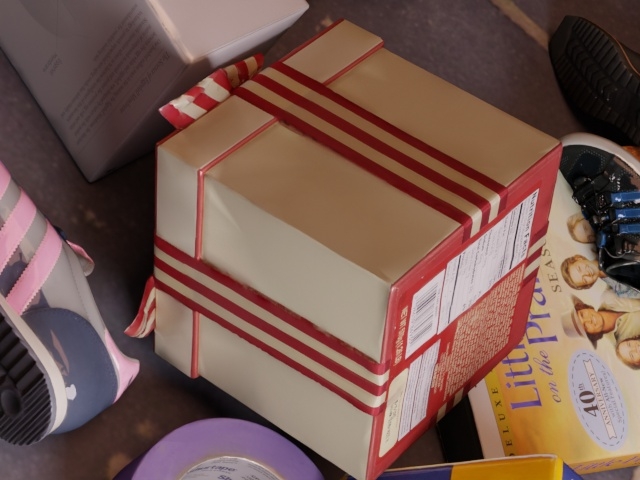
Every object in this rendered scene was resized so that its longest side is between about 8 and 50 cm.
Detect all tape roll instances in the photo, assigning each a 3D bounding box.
[{"bbox_3d":[-0.080,0.239,1.406,0.189,0.080,0.189,12,61,-24],"label":"tape roll"}]

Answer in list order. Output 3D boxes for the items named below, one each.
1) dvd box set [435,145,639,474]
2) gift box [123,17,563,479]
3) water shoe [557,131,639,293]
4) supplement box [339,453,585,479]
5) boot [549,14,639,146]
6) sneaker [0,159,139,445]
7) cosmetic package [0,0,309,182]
[{"bbox_3d":[0.271,0.058,1.697,0.420,0.062,0.308,-3,69,-30],"label":"dvd box set"},{"bbox_3d":[0.000,0.000,1.400,0.258,0.255,0.276,32,44,27],"label":"gift box"},{"bbox_3d":[0.279,-0.011,1.651,0.203,0.073,0.080,46,55,-2],"label":"water shoe"},{"bbox_3d":[0.118,0.364,1.346,0.194,0.195,0.357,42,47,-45],"label":"supplement box"},{"bbox_3d":[0.332,-0.151,1.809,0.137,0.077,0.198,-6,48,-42],"label":"boot"},{"bbox_3d":[-0.253,0.003,1.420,0.131,0.112,0.319,-16,78,-51],"label":"sneaker"},{"bbox_3d":[-0.160,-0.206,1.479,0.138,0.224,0.225,-29,84,-35],"label":"cosmetic package"}]
